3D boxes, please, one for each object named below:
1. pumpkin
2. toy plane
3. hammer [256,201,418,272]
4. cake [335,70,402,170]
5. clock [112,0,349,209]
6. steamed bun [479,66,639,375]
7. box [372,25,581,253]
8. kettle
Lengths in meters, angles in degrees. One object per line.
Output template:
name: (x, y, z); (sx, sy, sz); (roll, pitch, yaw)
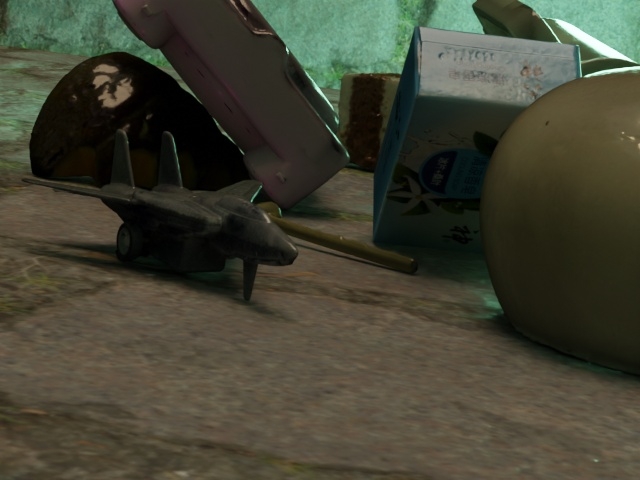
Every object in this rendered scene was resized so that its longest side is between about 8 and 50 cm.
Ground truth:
pumpkin: (-0.172, -0.130, 1.535); (0.254, 0.149, 0.130); (0, 4, -39)
toy plane: (-0.089, -0.008, 1.080); (0.212, 0.088, 0.267); (-1, 20, -33)
hammer: (0.000, 0.000, 1.246); (0.195, 0.028, 0.060); (16, 19, 37)
cake: (0.102, -0.160, 1.907); (0.147, 0.135, 0.134); (13, 13, 26)
clock: (-0.092, -0.189, 1.541); (0.295, 0.113, 0.322); (51, 4, -11)
steamed bun: (0.276, -0.023, 1.038); (0.324, 0.206, 0.324); (7, 9, -1)
box: (0.133, -0.081, 1.264); (0.143, 0.083, 0.232); (6, -34, -5)
kettle: (0.306, -0.188, 1.794); (0.205, 0.264, 0.318); (-6, 18, -4)
